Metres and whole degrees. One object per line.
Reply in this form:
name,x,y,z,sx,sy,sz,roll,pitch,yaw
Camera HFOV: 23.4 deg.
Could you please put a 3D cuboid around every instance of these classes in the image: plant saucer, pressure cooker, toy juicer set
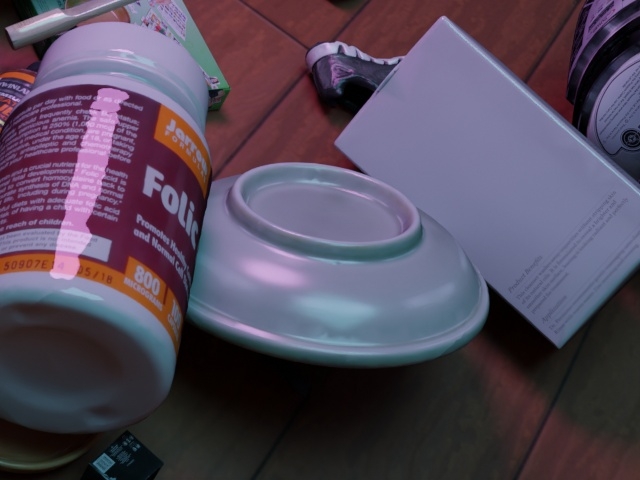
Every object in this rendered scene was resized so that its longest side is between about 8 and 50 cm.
plant saucer,0.000,0.000,1.714,0.400,0.101,0.400,9,25,-4
pressure cooker,0.525,-0.190,2.064,0.375,0.370,0.420,-5,31,17
plant saucer,-0.309,0.151,1.564,0.200,0.037,0.200,16,48,-18
toy juicer set,-0.389,-0.346,1.859,0.329,0.089,0.209,37,64,18
plant saucer,-0.275,-0.274,1.900,0.083,0.015,0.083,16,47,-17

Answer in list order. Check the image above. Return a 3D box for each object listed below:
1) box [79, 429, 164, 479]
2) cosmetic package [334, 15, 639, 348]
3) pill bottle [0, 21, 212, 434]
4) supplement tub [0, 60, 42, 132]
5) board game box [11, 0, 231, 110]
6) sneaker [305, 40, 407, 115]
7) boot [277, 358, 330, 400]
box,-0.202,0.239,1.516,0.052,0.083,0.062,41,45,9
cosmetic package,0.231,-0.073,1.917,0.385,0.217,0.156,45,12,11
pill bottle,-0.229,-0.023,1.550,0.224,0.224,0.392,20,47,-14
supplement tub,-0.348,-0.122,1.728,0.106,0.106,0.198,32,44,-2
board game box,-0.273,-0.289,1.958,0.213,0.046,0.317,-9,58,-36
sneaker,0.094,-0.198,2.075,0.234,0.078,0.106,7,53,-20
boot,-0.045,0.088,1.755,0.082,0.106,0.219,-3,28,-27
